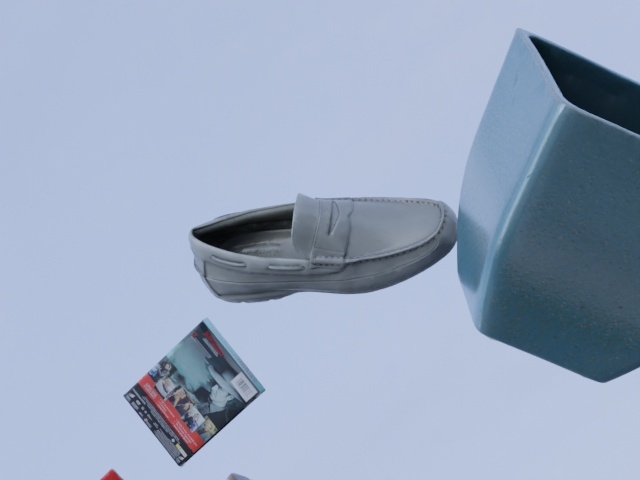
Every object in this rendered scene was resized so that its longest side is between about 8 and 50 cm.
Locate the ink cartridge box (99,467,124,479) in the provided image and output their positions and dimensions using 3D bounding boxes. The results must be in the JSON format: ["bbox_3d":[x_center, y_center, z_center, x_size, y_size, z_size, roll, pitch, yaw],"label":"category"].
[{"bbox_3d":[-0.288,0.498,2.712,0.296,0.261,0.066,-45,6,34],"label":"ink cartridge box"}]

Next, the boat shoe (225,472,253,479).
[{"bbox_3d":[-0.066,0.438,2.544,0.121,0.341,0.110,32,-82,-29],"label":"boat shoe"}]

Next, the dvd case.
[{"bbox_3d":[-0.116,0.139,1.751,0.119,0.087,0.013,-44,-9,28],"label":"dvd case"}]

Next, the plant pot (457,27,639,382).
[{"bbox_3d":[0.257,-0.015,1.840,0.247,0.247,0.252,22,-72,-13],"label":"plant pot"}]

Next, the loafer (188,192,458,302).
[{"bbox_3d":[0.000,0.000,2.221,0.319,0.112,0.111,-12,-42,17],"label":"loafer"}]
